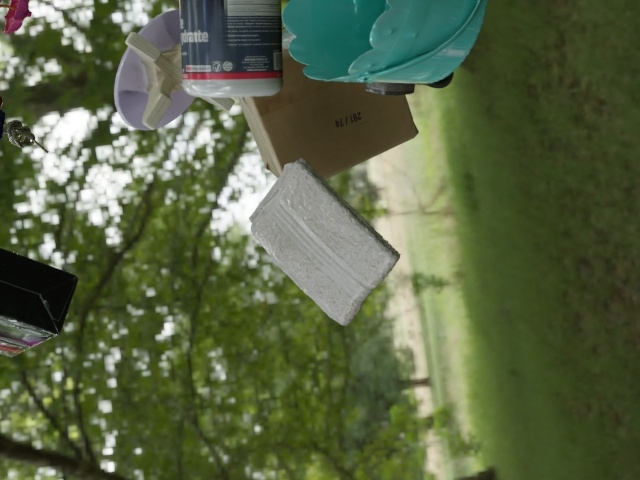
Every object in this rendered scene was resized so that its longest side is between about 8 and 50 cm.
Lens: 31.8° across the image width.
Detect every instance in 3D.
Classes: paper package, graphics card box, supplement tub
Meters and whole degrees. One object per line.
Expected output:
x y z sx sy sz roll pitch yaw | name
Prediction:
0.003 -0.307 2.390 0.310 0.324 0.168 68 171 -27 | paper package
-0.503 0.078 1.602 0.371 0.232 0.094 -23 47 62 | graphics card box
-0.166 -0.405 2.083 0.191 0.191 0.272 -74 -16 -80 | supplement tub

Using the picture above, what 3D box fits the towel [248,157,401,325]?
0.000 0.000 2.080 0.282 0.187 0.049 44 -152 14 | towel

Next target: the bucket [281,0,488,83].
0.090 -0.347 1.556 0.281 0.183 0.281 -5 84 57 | bucket

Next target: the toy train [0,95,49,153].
-0.596 -0.184 1.886 0.248 0.143 0.105 43 -145 -45 | toy train

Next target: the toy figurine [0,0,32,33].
-0.518 -0.359 1.681 0.130 0.159 0.173 46 155 53 | toy figurine

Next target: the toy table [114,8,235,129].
-0.302 -0.348 2.287 0.161 0.252 0.274 21 91 64 | toy table

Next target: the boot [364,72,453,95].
0.158 -0.365 1.843 0.263 0.091 0.229 -27 -53 -55 | boot
